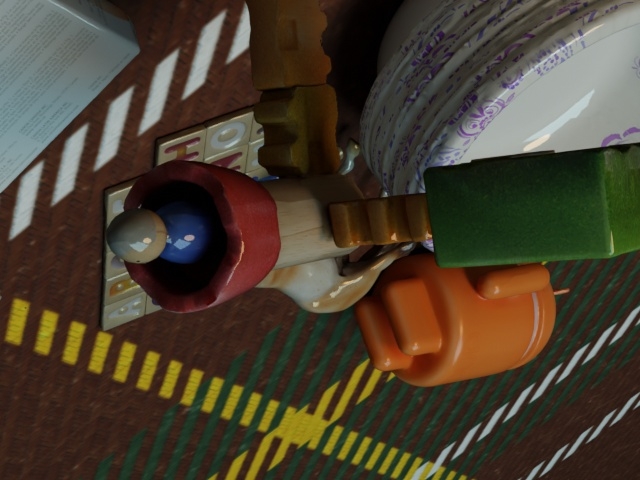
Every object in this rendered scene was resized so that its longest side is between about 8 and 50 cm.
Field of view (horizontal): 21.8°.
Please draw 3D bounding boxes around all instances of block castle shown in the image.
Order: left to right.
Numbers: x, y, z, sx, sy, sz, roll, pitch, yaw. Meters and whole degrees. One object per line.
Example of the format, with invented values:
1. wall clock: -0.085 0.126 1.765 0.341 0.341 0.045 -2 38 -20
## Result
1. block castle: 0.087 -0.124 0.831 0.453 0.303 0.213 -3 -176 36

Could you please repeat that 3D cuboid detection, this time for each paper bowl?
1. paper bowl: 0.158 -0.128 1.254 0.284 0.148 0.284 -25 152 -14

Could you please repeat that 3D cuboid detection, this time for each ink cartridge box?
1. ink cartridge box: -0.222 -0.116 1.006 0.145 0.045 0.179 -42 134 20

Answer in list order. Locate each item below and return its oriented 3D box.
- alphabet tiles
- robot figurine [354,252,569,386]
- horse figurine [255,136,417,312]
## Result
1. alphabet tiles: -0.082 -0.025 1.325 0.198 0.009 0.237 -21 152 -21
2. robot figurine: 0.135 0.070 1.594 0.219 0.128 0.158 -7 123 -40
3. horse figurine: 0.000 0.000 1.376 0.174 0.066 0.263 -47 149 14
